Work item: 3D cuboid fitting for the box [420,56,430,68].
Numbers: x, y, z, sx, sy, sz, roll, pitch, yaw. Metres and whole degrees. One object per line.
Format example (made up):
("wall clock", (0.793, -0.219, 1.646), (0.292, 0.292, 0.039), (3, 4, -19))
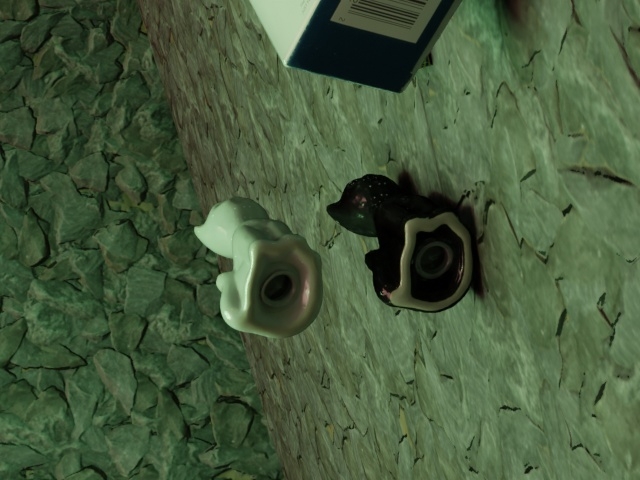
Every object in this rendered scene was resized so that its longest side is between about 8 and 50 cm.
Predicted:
("box", (0.042, -0.220, 1.088), (0.059, 0.054, 0.169), (-160, 56, -74))

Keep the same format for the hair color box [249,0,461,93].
("hair color box", (-0.002, -0.281, 0.956), (0.174, 0.105, 0.347), (-58, 40, 30))

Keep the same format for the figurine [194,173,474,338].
("figurine", (0.000, 0.000, 1.160), (0.209, 0.214, 0.092), (-130, 33, -66))
